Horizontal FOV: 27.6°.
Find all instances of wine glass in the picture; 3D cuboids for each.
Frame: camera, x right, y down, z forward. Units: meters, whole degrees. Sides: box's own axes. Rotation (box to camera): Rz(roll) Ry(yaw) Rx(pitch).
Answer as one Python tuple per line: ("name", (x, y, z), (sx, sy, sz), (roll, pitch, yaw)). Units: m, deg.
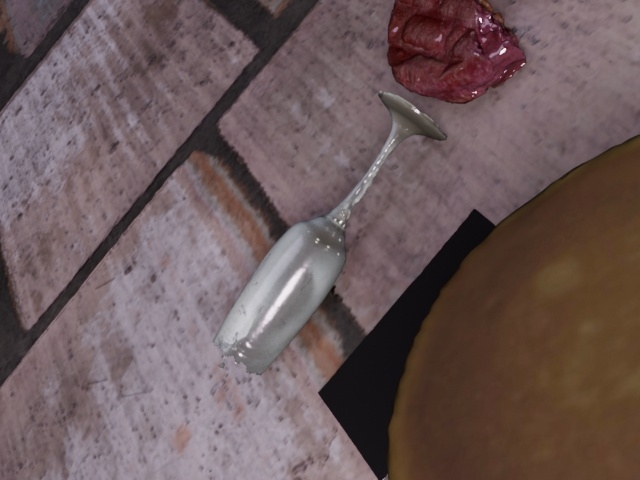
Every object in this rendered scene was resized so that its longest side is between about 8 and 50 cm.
("wine glass", (0.000, 0.000, 1.074), (0.262, 0.074, 0.074), (-54, 31, 0))

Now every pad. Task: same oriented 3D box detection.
("pad", (0.080, 0.073, 0.953), (0.190, 0.004, 0.127), (-50, 31, 6))

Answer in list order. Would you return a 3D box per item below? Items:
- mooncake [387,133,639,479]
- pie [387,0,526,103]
("mooncake", (0.183, 0.086, 0.650), (0.284, 0.155, 0.284), (-35, 34, 28))
("pie", (0.142, -0.215, 1.107), (0.218, 0.054, 0.204), (-49, 31, 13))
